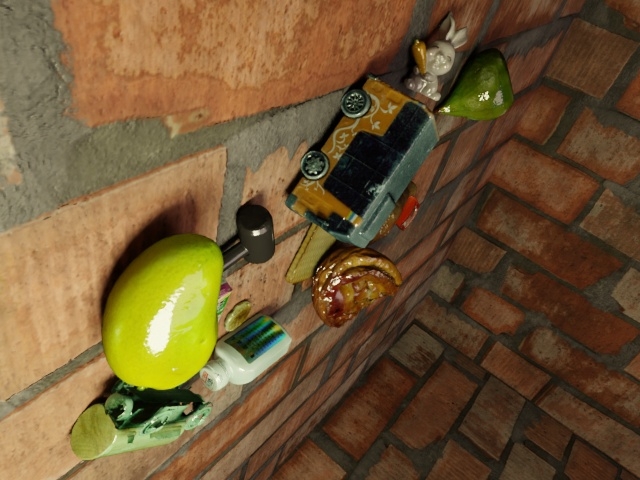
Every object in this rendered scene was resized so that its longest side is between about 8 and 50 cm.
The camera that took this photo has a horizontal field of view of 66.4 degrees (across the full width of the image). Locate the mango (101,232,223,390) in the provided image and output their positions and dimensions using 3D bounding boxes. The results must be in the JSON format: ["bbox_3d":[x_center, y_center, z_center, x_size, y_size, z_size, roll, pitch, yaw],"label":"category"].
[{"bbox_3d":[-0.249,0.115,0.773,0.185,0.149,0.273,-15,130,-37],"label":"mango"}]

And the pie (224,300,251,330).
[{"bbox_3d":[-0.196,0.180,1.160,0.084,0.020,0.084,-45,157,-25],"label":"pie"}]

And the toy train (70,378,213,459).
[{"bbox_3d":[-0.341,0.360,0.972,0.189,0.126,0.307,-53,159,-5],"label":"toy train"}]

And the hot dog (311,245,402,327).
[{"bbox_3d":[0.099,0.134,1.444,0.267,0.174,0.387,-35,165,0],"label":"hot dog"}]

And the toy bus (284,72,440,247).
[{"bbox_3d":[0.092,-0.155,1.032,0.323,0.194,0.162,-56,160,3],"label":"toy bus"}]

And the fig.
[{"bbox_3d":[0.454,-0.446,1.480,0.235,0.203,0.203,-20,168,19],"label":"fig"}]

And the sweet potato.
[{"bbox_3d":[0.203,-0.097,1.498,0.385,0.109,0.109,-44,157,-39],"label":"sweet potato"}]

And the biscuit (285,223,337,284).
[{"bbox_3d":[0.000,0.000,1.300,0.172,0.029,0.254,-14,135,-60],"label":"biscuit"}]

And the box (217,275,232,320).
[{"bbox_3d":[-0.219,0.139,0.950,0.050,0.041,0.207,-26,161,-34],"label":"box"}]

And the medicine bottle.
[{"bbox_3d":[-0.185,0.273,1.182,0.229,0.121,0.083,-30,149,-47],"label":"medicine bottle"}]

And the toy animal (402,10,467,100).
[{"bbox_3d":[0.267,-0.443,1.158,0.127,0.131,0.181,-81,-163,-55],"label":"toy animal"}]

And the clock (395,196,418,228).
[{"bbox_3d":[0.304,-0.100,1.764,0.113,0.061,0.155,-56,162,3],"label":"clock"}]

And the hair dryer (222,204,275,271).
[{"bbox_3d":[-0.191,0.034,0.917,0.248,0.070,0.114,-35,154,-23],"label":"hair dryer"}]
